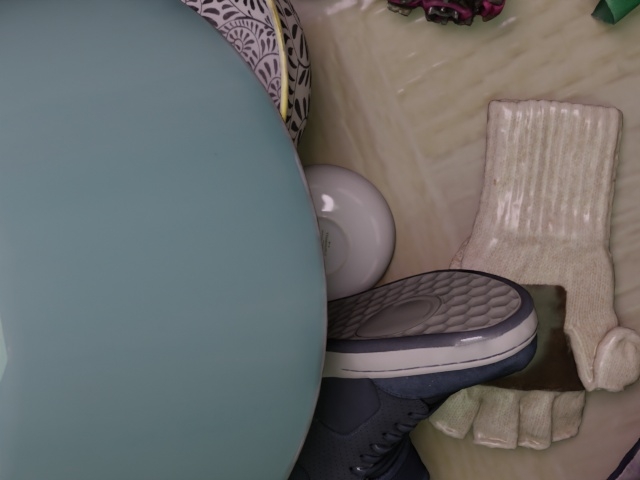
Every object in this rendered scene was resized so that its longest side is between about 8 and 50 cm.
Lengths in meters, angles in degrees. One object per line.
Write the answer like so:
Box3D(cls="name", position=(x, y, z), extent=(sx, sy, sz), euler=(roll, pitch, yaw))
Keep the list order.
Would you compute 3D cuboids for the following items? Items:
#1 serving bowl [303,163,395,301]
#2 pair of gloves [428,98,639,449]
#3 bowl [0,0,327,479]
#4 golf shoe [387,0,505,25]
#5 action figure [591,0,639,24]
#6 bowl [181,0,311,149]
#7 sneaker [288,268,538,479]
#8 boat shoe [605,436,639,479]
Box3D(cls="serving bowl", position=(0.000, 0.000, 0.620), extent=(0.083, 0.027, 0.083), euler=(2, 104, 7))
Box3D(cls="pair of gloves", position=(0.190, 0.037, 0.603), extent=(0.240, 0.042, 0.204), euler=(12, 105, 2))
Box3D(cls="bowl", position=(-0.168, 0.029, 0.507), extent=(0.311, 0.163, 0.312), euler=(6, 100, 37))
Box3D(cls="golf shoe", position=(0.011, -0.171, 0.563), extent=(0.186, 0.067, 0.086), euler=(14, 82, 0))
Box3D(cls="action figure", position=(0.224, -0.197, 0.512), extent=(0.232, 0.137, 0.063), euler=(-32, 86, 4))
Box3D(cls="bowl", position=(-0.061, -0.081, 0.565), extent=(0.170, 0.080, 0.170), euler=(6, 100, 36))
Box3D(cls="sneaker", position=(0.044, 0.108, 0.578), extent=(0.226, 0.086, 0.163), euler=(-16, 103, 48))
Box3D(cls="boat shoe", position=(0.188, 0.239, 0.611), extent=(0.158, 0.127, 0.341), euler=(25, 108, 4))
